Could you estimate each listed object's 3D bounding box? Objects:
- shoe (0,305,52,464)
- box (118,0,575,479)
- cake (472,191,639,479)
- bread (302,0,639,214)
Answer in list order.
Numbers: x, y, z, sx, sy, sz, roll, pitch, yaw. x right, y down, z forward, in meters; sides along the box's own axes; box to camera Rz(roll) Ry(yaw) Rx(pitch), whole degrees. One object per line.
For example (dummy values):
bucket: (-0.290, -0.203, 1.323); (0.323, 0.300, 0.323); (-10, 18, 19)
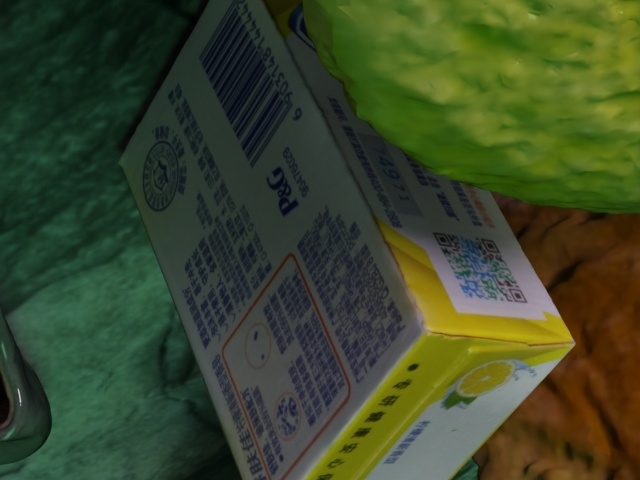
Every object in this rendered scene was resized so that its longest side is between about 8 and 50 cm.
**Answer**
shoe: (-0.216, 0.098, 0.967); (0.079, 0.078, 0.195); (-17, 138, -9)
box: (0.000, 0.000, 0.807); (0.097, 0.265, 0.168); (5, 134, -35)
cake: (0.263, 0.069, 0.992); (0.314, 0.293, 0.306); (-28, 144, 24)
bread: (0.148, -0.205, 0.587); (0.348, 0.308, 0.348); (-6, 148, -4)
